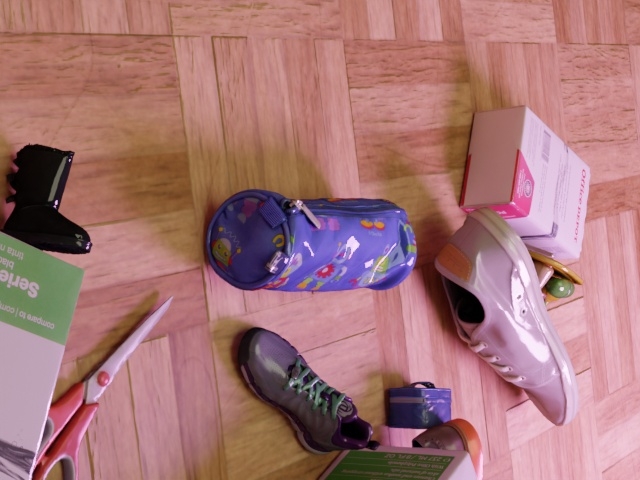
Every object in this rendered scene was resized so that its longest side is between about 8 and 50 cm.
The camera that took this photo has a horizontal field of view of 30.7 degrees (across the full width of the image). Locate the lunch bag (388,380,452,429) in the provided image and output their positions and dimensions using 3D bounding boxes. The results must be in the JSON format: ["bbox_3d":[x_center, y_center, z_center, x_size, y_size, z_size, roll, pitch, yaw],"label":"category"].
[{"bbox_3d":[0.143,0.231,1.641,0.098,0.067,0.065,8,81,-52],"label":"lunch bag"}]

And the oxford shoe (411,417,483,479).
[{"bbox_3d":[0.163,0.383,1.593,0.098,0.097,0.271,-7,94,-34],"label":"oxford shoe"}]

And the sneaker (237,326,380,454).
[{"bbox_3d":[-0.009,0.181,1.423,0.224,0.098,0.083,52,49,-36],"label":"sneaker"}]

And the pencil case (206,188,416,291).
[{"bbox_3d":[0.000,0.000,1.427,0.306,0.133,0.119,2,52,-53],"label":"pencil case"}]

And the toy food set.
[{"bbox_3d":[0.338,0.059,1.869,0.218,0.128,0.071,29,85,-59],"label":"toy food set"}]

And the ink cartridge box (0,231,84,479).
[{"bbox_3d":[-0.327,0.142,0.919,0.121,0.211,0.289,31,62,-47],"label":"ink cartridge box"}]

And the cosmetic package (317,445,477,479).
[{"bbox_3d":[0.039,0.410,1.388,0.365,0.197,0.155,-40,118,-48],"label":"cosmetic package"}]

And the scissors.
[{"bbox_3d":[-0.238,0.148,1.190,0.109,0.021,0.297,50,52,-35],"label":"scissors"}]

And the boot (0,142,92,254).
[{"bbox_3d":[-0.255,-0.040,1.110,0.045,0.121,0.099,27,72,-51],"label":"boot"}]

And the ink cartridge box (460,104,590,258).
[{"bbox_3d":[0.337,-0.088,1.895,0.237,0.100,0.172,32,62,-46],"label":"ink cartridge box"}]

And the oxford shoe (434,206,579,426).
[{"bbox_3d":[0.282,0.140,1.790,0.130,0.169,0.449,-37,129,-9],"label":"oxford shoe"}]
